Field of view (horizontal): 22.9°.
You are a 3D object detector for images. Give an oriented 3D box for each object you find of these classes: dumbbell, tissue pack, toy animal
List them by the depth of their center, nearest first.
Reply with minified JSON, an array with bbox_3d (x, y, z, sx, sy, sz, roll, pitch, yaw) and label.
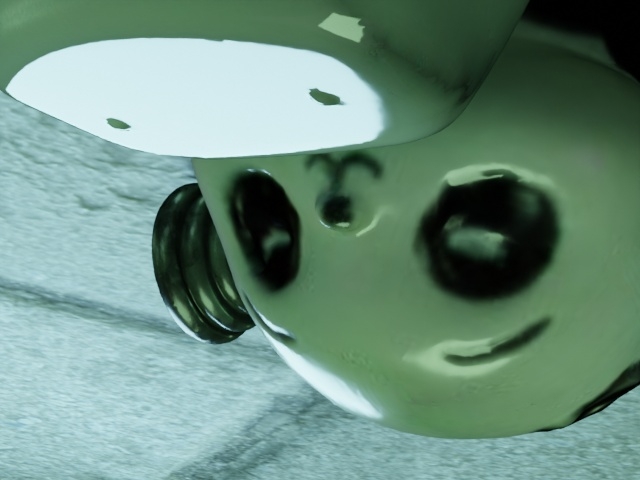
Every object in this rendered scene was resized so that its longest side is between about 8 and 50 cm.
[{"bbox_3d":[-0.078,-0.186,0.445,0.333,0.236,0.229,29,160,-38],"label":"tissue pack"},{"bbox_3d":[0.056,-0.056,0.650,0.212,0.267,0.212,12,156,5],"label":"toy animal"},{"bbox_3d":[0.000,0.000,1.015,0.254,0.110,0.110,-11,150,28],"label":"dumbbell"}]
